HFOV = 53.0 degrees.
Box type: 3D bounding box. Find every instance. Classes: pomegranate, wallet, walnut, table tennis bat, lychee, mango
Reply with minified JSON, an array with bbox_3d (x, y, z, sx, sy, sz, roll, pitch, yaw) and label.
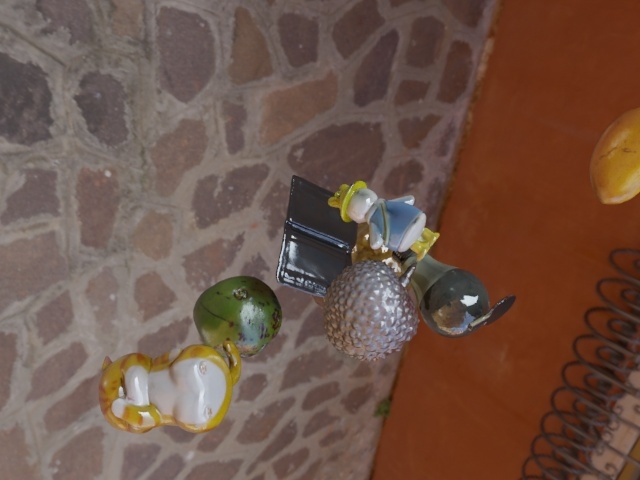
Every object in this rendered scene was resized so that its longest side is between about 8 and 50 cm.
[{"bbox_3d":[-0.241,0.229,1.848,0.254,0.254,0.270,-30,158,-33],"label":"pomegranate"},{"bbox_3d":[0.000,0.000,1.782,0.247,0.041,0.323,23,65,-31],"label":"wallet"},{"bbox_3d":[0.143,0.103,2.181,0.398,0.354,0.308,-47,129,-19],"label":"walnut"},{"bbox_3d":[0.414,0.177,1.547,0.158,0.014,0.095,-23,146,-29],"label":"table tennis bat"},{"bbox_3d":[0.092,0.109,1.070,0.197,0.165,0.165,-33,141,1],"label":"lychee"},{"bbox_3d":[0.639,-0.174,1.324,0.219,0.145,0.112,-58,158,9],"label":"mango"}]

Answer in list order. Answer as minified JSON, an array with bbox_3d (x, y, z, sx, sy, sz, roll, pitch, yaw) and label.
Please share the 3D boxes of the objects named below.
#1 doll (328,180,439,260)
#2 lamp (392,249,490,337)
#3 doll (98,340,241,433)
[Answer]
[{"bbox_3d":[0.127,-0.051,1.327,0.135,0.241,0.099,-62,157,4],"label":"doll"},{"bbox_3d":[0.327,0.112,1.710,0.182,0.314,0.182,-16,146,-11],"label":"lamp"},{"bbox_3d":[-0.297,0.282,1.219,0.162,0.269,0.167,58,28,-78],"label":"doll"}]
